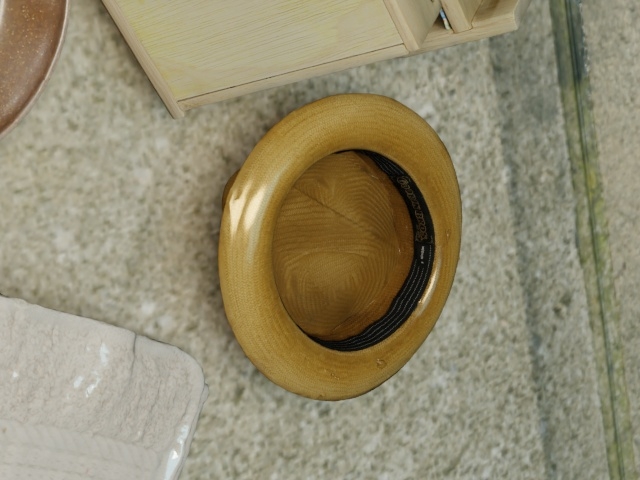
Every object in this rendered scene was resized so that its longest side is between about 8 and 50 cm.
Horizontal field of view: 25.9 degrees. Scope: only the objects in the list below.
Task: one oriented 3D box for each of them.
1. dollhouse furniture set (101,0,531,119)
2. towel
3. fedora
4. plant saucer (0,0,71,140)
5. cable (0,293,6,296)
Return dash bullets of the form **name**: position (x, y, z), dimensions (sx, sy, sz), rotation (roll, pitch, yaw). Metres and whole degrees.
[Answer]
- **dollhouse furniture set**: position (0.002, -0.193, 0.781), dimensions (0.212, 0.161, 0.242), rotation (60, 37, -28)
- **towel**: position (-0.171, 0.121, 0.712), dimensions (0.282, 0.049, 0.187), rotation (22, 84, -53)
- **fedora**: position (0.000, 0.000, 0.834), dimensions (0.194, 0.079, 0.194), rotation (-13, 110, -39)
- **plant saucer**: position (-0.219, -0.127, 0.678), dimensions (0.198, 0.036, 0.198), rotation (-8, 104, -35)
- **cable**: position (-0.248, 0.138, 0.685), dimensions (0.287, 0.072, 0.139), rotation (-29, 118, -29)
